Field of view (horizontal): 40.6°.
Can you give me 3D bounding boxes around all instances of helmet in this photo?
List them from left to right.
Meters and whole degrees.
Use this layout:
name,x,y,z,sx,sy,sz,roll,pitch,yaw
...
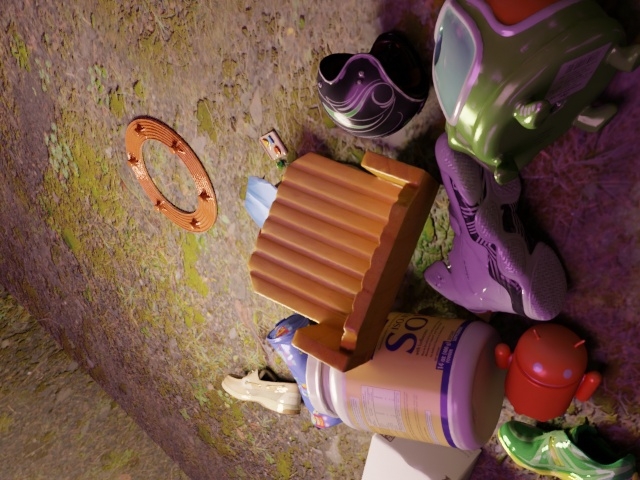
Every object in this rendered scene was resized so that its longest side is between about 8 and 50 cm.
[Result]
name,x,y,z,sx,sy,sz,roll,pitch,yaw
helmet,0.079,-0.250,1.428,0.161,0.169,0.169,-30,98,40

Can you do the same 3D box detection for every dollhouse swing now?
name,x,y,z,sx,sy,sz,roll,pitch,yaw
dollhouse swing,0.000,0.000,1.521,0.305,0.347,0.315,23,-177,14

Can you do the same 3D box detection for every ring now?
name,x,y,z,sx,sy,sz,roll,pitch,yaw
ring,-0.391,-0.158,2.214,0.336,0.032,0.336,32,144,27

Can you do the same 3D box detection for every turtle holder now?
name,x,y,z,sx,sy,sz,roll,pitch,yaw
turtle holder,0.273,-0.228,1.186,0.227,0.243,0.320,54,-175,21

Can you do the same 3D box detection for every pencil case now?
name,x,y,z,sx,sy,sz,roll,pitch,yaw
pencil case,-0.023,0.325,2.162,0.133,0.119,0.306,9,130,60

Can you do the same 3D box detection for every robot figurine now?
name,x,y,z,sx,sy,sz,roll,pitch,yaw
robot figurine,0.399,0.234,1.546,0.158,0.128,0.219,50,152,34

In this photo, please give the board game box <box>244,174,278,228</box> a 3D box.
name,x,y,z,sx,sy,sz,roll,pitch,yaw
board game box,-0.094,-0.072,1.804,0.133,0.033,0.168,38,149,14

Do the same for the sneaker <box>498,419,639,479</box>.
name,x,y,z,sx,sy,sz,roll,pitch,yaw
sneaker,0.479,0.399,1.661,0.295,0.109,0.123,17,111,44

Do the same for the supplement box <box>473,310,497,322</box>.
name,x,y,z,sx,sy,sz,roll,pitch,yaw
supplement box,0.291,0.102,1.633,0.098,0.036,0.062,33,144,25

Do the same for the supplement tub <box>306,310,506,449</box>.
name,x,y,z,sx,sy,sz,roll,pitch,yaw
supplement tub,0.165,0.258,1.662,0.331,0.241,0.241,4,127,29

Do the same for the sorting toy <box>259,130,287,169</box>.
name,x,y,z,sx,sy,sz,roll,pitch,yaw
sorting toy,-0.095,-0.188,1.838,0.062,0.012,0.083,-17,109,55

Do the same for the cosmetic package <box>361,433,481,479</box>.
name,x,y,z,sx,sy,sz,roll,pitch,yaw
cosmetic package,0.225,0.576,2.079,0.217,0.156,0.385,36,144,21

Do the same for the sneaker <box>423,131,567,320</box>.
name,x,y,z,sx,sy,sz,roll,pitch,yaw
sneaker,0.251,-0.014,1.471,0.210,0.137,0.366,-12,116,51

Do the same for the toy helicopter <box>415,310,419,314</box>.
name,x,y,z,sx,sy,sz,roll,pitch,yaw
toy helicopter,0.099,0.196,1.914,0.235,0.140,0.355,24,150,22

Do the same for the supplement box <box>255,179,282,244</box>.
name,x,y,z,sx,sy,sz,roll,pitch,yaw
supplement box,-0.057,-0.029,1.894,0.130,0.073,0.239,43,147,14

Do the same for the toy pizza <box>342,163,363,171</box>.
name,x,y,z,sx,sy,sz,roll,pitch,yaw
toy pizza,0.029,-0.053,1.700,0.201,0.032,0.201,-6,81,39

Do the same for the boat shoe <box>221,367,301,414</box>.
name,x,y,z,sx,sy,sz,roll,pitch,yaw
boat shoe,-0.163,0.411,2.450,0.302,0.109,0.098,10,90,47
